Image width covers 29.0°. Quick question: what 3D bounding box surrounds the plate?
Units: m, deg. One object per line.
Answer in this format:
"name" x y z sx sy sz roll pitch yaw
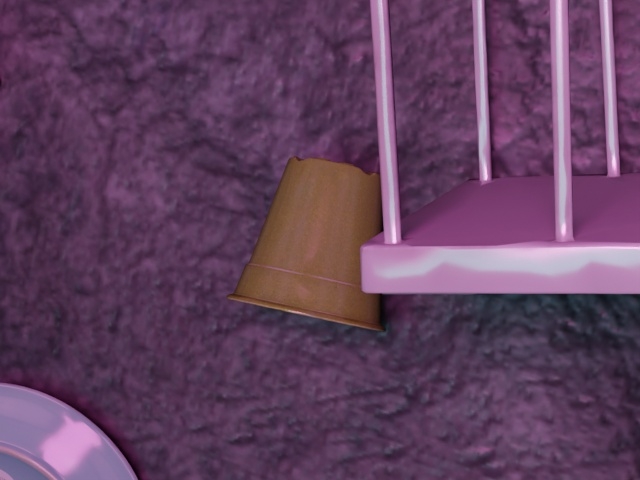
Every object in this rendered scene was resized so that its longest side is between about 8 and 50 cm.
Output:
"plate" -0.189 0.176 0.728 0.188 0.024 0.188 3 102 13

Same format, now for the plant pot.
"plant pot" 0.000 0.000 0.634 0.083 0.083 0.079 10 87 18

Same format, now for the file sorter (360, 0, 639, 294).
"file sorter" 0.170 -0.081 0.492 0.278 0.193 0.173 -1 99 20
